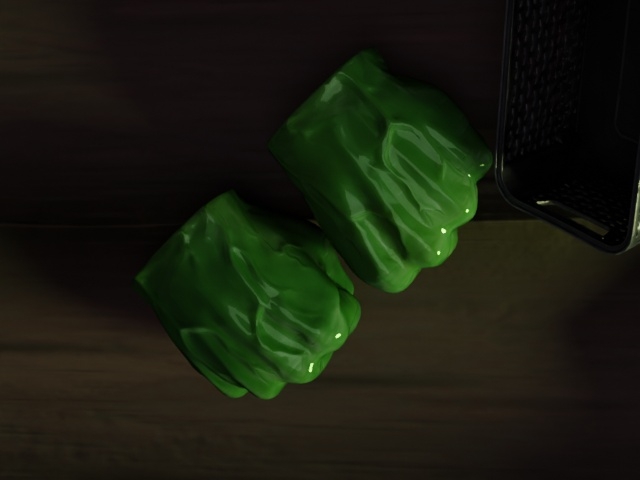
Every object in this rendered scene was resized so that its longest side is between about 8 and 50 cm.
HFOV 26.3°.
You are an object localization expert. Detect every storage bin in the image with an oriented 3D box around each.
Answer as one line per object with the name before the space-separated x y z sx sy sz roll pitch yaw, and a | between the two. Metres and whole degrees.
storage bin | 0.187 -0.097 0.873 0.122 0.084 0.180 32 132 43

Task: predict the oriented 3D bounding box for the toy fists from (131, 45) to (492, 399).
toy fists | 0.000 0.000 0.973 0.279 0.096 0.142 -43 84 19
